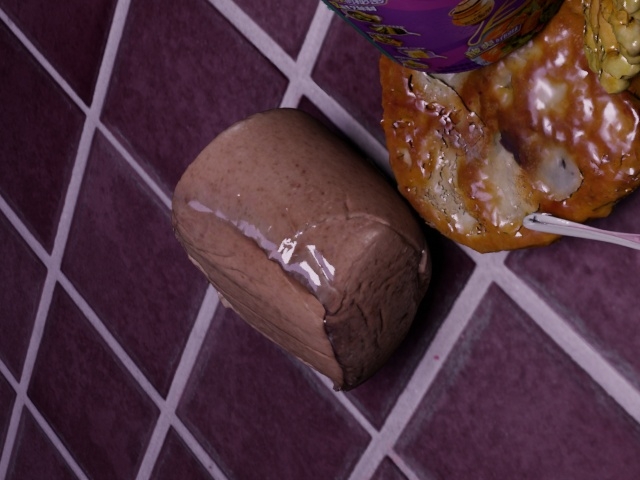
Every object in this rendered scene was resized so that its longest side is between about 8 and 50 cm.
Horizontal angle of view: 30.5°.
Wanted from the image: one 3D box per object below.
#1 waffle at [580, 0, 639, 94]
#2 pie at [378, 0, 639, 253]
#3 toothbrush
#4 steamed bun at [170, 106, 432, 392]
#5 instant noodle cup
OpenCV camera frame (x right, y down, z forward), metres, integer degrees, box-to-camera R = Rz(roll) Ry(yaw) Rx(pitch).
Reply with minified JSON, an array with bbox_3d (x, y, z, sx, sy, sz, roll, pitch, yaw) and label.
[{"bbox_3d":[0.213,-0.240,0.826,0.051,0.291,0.291,0,109,7],"label":"waffle"},{"bbox_3d":[0.165,-0.118,1.056,0.308,0.085,0.308,20,120,40],"label":"pie"},{"bbox_3d":[0.270,-0.002,0.975,0.204,0.017,0.022,10,128,13],"label":"toothbrush"},{"bbox_3d":[0.000,0.000,1.196,0.251,0.199,0.301,34,163,18],"label":"steamed bun"},{"bbox_3d":[0.084,-0.261,0.935,0.251,0.190,0.251,-9,68,23],"label":"instant noodle cup"}]
